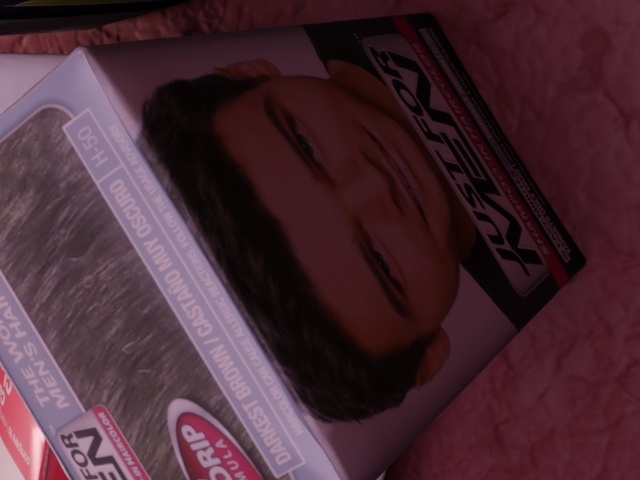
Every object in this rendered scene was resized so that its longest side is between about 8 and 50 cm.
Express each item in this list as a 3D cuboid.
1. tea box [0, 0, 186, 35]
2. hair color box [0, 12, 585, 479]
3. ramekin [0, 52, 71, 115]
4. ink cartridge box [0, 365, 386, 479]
[{"bbox_3d":[-0.107,-0.239,0.629,0.323,0.329,0.220,-9,97,25],"label":"tea box"},{"bbox_3d":[0.000,0.000,0.606,0.113,0.374,0.185,-33,87,27],"label":"hair color box"},{"bbox_3d":[-0.179,-0.040,0.745,0.277,0.277,0.135,3,96,24],"label":"ramekin"},{"bbox_3d":[-0.098,0.194,0.770,0.131,0.226,0.306,40,122,52],"label":"ink cartridge box"}]
